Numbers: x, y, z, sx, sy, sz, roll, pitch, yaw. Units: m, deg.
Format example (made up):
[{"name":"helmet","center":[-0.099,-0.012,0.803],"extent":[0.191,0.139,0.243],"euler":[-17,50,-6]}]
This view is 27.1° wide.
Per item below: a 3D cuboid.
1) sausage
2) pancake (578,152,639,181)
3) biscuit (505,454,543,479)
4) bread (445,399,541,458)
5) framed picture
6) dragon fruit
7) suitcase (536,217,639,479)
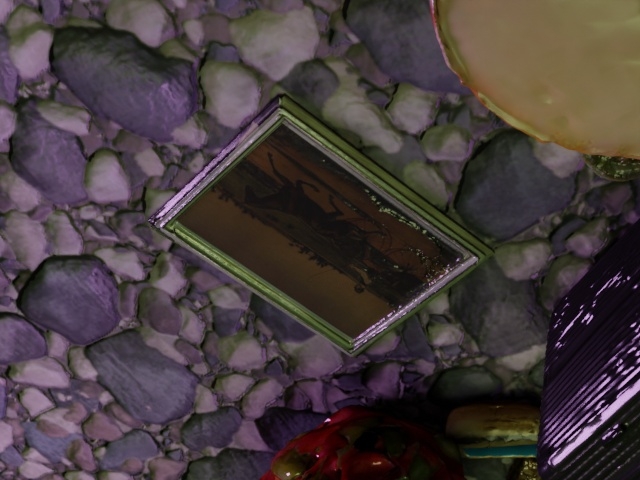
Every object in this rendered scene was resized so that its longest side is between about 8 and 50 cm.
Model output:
[{"name":"sausage","center":[0.183,-0.216,0.800],"extent":[0.233,0.287,0.233],"euler":[3,131,3]},{"name":"pancake","center":[0.253,-0.091,1.082],"extent":[0.108,0.017,0.108],"euler":[1,130,1]},{"name":"biscuit","center":[0.219,0.285,1.406],"extent":[0.064,0.034,0.199],"euler":[9,131,-2]},{"name":"bread","center":[0.179,0.187,1.315],"extent":[0.106,0.053,0.072],"euler":[-5,154,14]},{"name":"framed picture","center":[0.000,0.000,1.193],"extent":[0.252,0.014,0.197],"euler":[35,127,-22]},{"name":"dragon fruit","center":[0.032,0.289,1.300],"extent":[0.231,0.237,0.303],"euler":[53,144,-11]},{"name":"suitcase","center":[0.318,0.057,1.066],"extent":[0.152,0.229,0.335],"euler":[30,129,-9]}]
